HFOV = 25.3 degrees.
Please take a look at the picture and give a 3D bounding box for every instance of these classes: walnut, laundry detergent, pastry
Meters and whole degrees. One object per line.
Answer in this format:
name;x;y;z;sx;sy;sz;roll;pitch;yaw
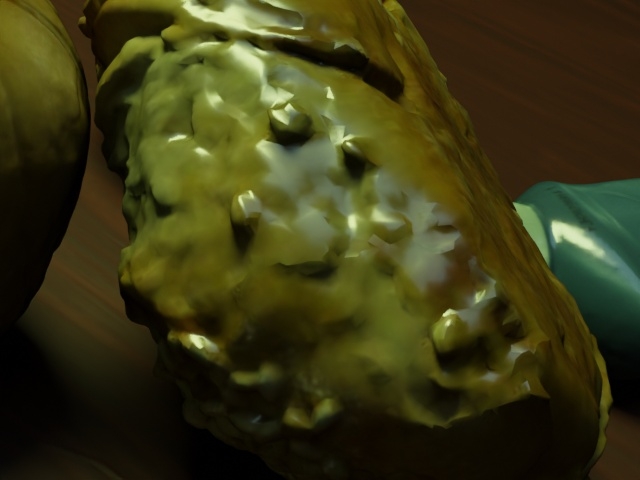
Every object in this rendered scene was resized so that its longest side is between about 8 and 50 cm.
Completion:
walnut;-0.185;-0.036;0.628;0.167;0.207;0.167;13;46;-14
laundry detergent;0.199;0.022;0.813;0.290;0.094;0.143;0;41;-18
pastry;0.000;0.000;0.635;0.255;0.162;0.310;33;29;-55

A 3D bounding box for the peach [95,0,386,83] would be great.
peach;-0.043;-0.114;0.880;0.190;0.226;0.196;-27;82;-5
